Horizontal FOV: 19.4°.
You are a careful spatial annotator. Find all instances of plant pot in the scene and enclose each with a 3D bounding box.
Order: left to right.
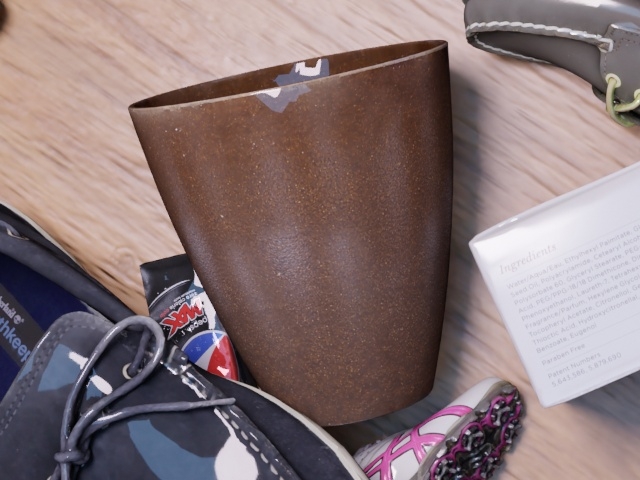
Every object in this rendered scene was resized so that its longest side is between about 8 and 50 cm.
[{"bbox_3d":[0.000,0.000,1.256,0.215,0.215,0.230,-10,99,10],"label":"plant pot"}]

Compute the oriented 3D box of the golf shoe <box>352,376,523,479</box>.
[{"bbox_3d":[0.058,0.155,1.289,0.186,0.067,0.086,-43,49,-9],"label":"golf shoe"}]

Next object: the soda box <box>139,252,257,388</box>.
[{"bbox_3d":[-0.079,0.093,1.322,0.053,0.060,0.168,-14,84,11],"label":"soda box"}]

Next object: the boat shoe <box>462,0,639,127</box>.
[{"bbox_3d":[0.238,-0.119,1.252,0.305,0.109,0.091,10,84,7],"label":"boat shoe"}]

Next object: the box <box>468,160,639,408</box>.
[{"bbox_3d":[0.206,0.019,1.212,0.182,0.181,0.119,-25,83,8],"label":"box"}]

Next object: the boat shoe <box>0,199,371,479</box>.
[{"bbox_3d":[-0.143,0.129,1.215,0.500,0.156,0.186,39,97,29],"label":"boat shoe"}]
